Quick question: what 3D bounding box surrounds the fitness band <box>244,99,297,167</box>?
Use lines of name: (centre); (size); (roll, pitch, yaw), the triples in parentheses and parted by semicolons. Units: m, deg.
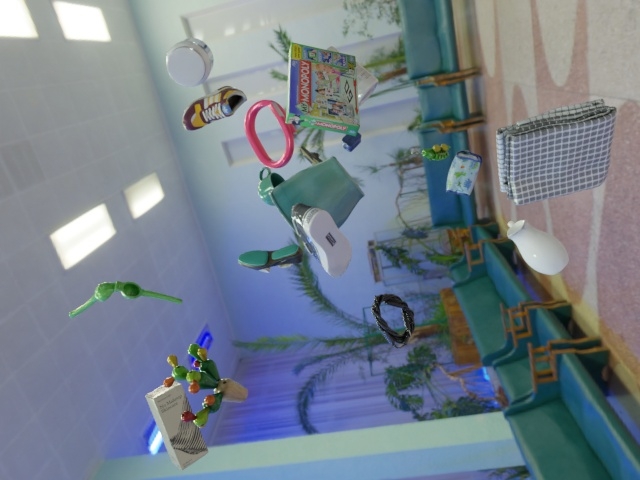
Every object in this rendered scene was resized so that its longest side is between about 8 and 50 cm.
fitness band: (-0.203, -0.433, 1.856); (0.054, 0.209, 0.290); (-14, -109, -50)

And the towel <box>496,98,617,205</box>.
towel: (0.638, -0.232, 1.252); (0.121, 0.284, 0.234); (-95, -12, -49)

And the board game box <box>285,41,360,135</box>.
board game box: (0.007, -0.465, 1.396); (0.046, 0.214, 0.317); (118, 156, -56)

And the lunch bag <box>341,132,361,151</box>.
lunch bag: (0.146, -0.469, 2.176); (0.067, 0.098, 0.065); (44, 173, 14)

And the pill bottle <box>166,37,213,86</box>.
pill bottle: (-0.469, -0.641, 1.652); (0.264, 0.153, 0.153); (-107, 1, -62)

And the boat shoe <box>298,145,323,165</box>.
boat shoe: (-0.022, -0.329, 1.841); (0.152, 0.049, 0.056); (44, -179, -5)

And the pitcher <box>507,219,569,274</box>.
pitcher: (0.738, 0.013, 1.580); (0.207, 0.125, 0.178); (42, -161, 0)

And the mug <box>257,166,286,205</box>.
mug: (-0.211, -0.227, 1.990); (0.130, 0.097, 0.157); (24, -136, -49)

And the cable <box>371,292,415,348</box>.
cable: (0.237, 0.242, 1.472); (0.151, 0.047, 0.184); (-39, -86, -36)

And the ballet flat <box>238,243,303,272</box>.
ballet flat: (-0.205, 0.088, 1.930); (0.095, 0.281, 0.096); (-84, -20, -45)

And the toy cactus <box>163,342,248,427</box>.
toy cactus: (-0.244, 0.322, 0.994); (0.181, 0.112, 0.219); (31, -173, -32)

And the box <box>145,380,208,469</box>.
box: (-0.500, 0.641, 1.600); (0.113, 0.094, 0.274); (-26, -80, -36)

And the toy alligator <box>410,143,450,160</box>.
toy alligator: (0.422, -0.322, 1.716); (0.051, 0.190, 0.056); (68, 150, 16)

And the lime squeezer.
lime squeezer: (-0.556, 0.163, 1.284); (0.058, 0.311, 0.109); (-112, 17, -62)

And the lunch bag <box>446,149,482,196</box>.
lunch bag: (0.474, -0.227, 1.524); (0.151, 0.097, 0.128); (-58, -18, -67)

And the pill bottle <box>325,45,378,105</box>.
pill bottle: (0.101, -0.645, 1.793); (0.229, 0.131, 0.131); (41, -171, 2)

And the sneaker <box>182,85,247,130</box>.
sneaker: (-0.285, -0.355, 1.235); (0.084, 0.185, 0.069); (31, 156, 40)

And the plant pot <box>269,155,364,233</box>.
plant pot: (0.004, -0.151, 1.614); (0.271, 0.255, 0.271); (49, -170, -12)

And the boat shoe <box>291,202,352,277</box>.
boat shoe: (0.000, 0.000, 1.313); (0.108, 0.102, 0.301); (-52, -37, -12)
